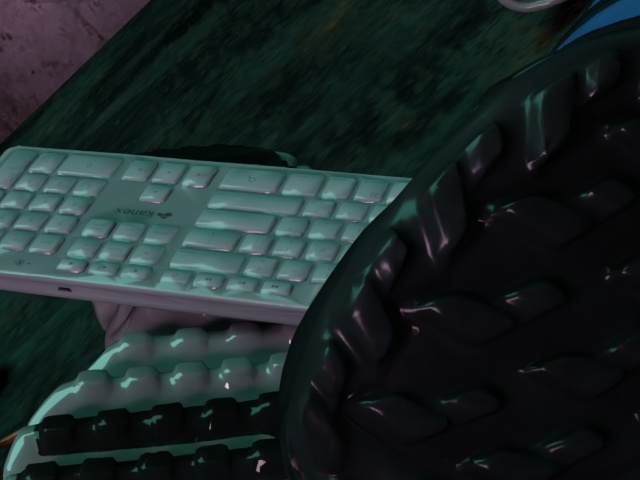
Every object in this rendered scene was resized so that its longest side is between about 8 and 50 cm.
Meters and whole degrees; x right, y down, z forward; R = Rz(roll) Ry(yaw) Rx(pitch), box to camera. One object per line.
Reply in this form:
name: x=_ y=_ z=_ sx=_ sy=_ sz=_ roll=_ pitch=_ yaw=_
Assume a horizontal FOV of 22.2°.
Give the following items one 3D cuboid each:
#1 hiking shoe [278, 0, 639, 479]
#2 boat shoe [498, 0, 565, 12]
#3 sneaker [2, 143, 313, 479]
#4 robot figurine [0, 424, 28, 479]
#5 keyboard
hiking shoe: x=0.103 y=-0.021 z=0.449 sx=0.304 sy=0.113 sz=0.132 roll=-40 pitch=5 yaw=-21
boat shoe: x=0.173 y=-0.188 z=0.734 sx=0.258 sy=0.095 sz=0.084 roll=-44 pitch=15 yaw=44
sneaker: x=-0.035 y=0.074 z=0.531 sx=0.110 sy=0.118 sz=0.292 roll=-1 pitch=27 yaw=1
robot figurine: x=-0.240 y=0.141 z=0.759 sx=0.219 sy=0.158 sz=0.128 roll=-21 pitch=30 yaw=-35
keyboard: x=0.000 y=0.000 z=0.514 sx=0.256 sy=0.014 sz=0.072 roll=6 pitch=42 yaw=18
